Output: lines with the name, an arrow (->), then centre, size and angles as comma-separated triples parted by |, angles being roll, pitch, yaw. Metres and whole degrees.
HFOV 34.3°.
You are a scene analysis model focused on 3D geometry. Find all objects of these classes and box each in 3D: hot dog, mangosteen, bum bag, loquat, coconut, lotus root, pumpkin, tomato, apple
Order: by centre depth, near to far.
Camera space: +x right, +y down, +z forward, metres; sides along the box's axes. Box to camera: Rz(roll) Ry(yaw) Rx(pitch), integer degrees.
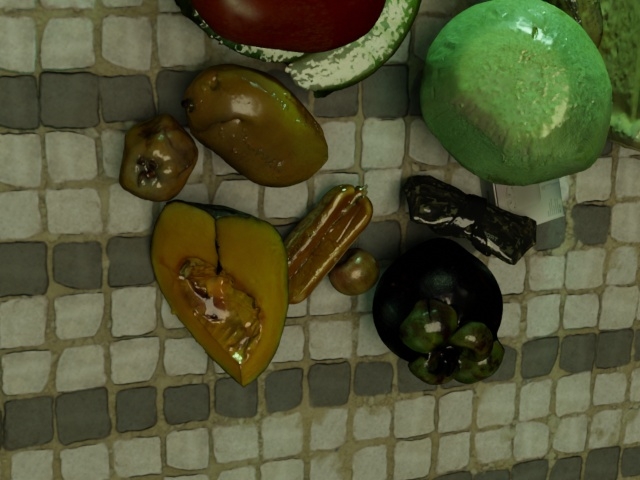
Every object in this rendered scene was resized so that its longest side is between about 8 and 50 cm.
tomato -> -0.034, -0.397, 1.278 | 0.293, 0.290, 0.325 | 7, 112, -22
loquat -> -0.239, -0.117, 1.507 | 0.113, 0.137, 0.137 | 35, 91, -15
coconut -> 0.304, -0.224, 1.605 | 0.328, 0.328, 0.281 | 13, 94, -24
pumpkin -> -0.153, 0.050, 1.607 | 0.148, 0.169, 0.312 | -30, 126, -40
hot dog -> 0.000, 0.000, 1.669 | 0.092, 0.062, 0.236 | 42, 93, -9
mangosteen -> 0.197, 0.120, 1.691 | 0.243, 0.243, 0.243 | -6, 107, -20
apple -> 0.056, 0.053, 1.699 | 0.084, 0.084, 0.071 | -36, 114, -8
bum bag -> 0.245, -0.035, 1.708 | 0.248, 0.102, 0.069 | 20, 125, -6
lotus root -> 0.415, -0.386, 1.711 | 0.089, 0.080, 0.179 | -28, 117, -14

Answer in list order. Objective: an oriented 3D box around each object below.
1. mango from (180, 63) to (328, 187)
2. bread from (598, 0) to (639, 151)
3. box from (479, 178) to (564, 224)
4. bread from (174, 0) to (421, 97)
mango -> -0.090, -0.172, 1.540 | 0.248, 0.156, 0.151 | 32, 63, -33
bread -> 0.687, -0.313, 1.729 | 0.390, 0.279, 0.371 | -2, 104, -21
box -> 0.346, -0.088, 1.787 | 0.129, 0.051, 0.130 | -18, 110, -15
bread -> -0.033, -0.391, 1.510 | 0.366, 0.129, 0.382 | -18, 112, -12
